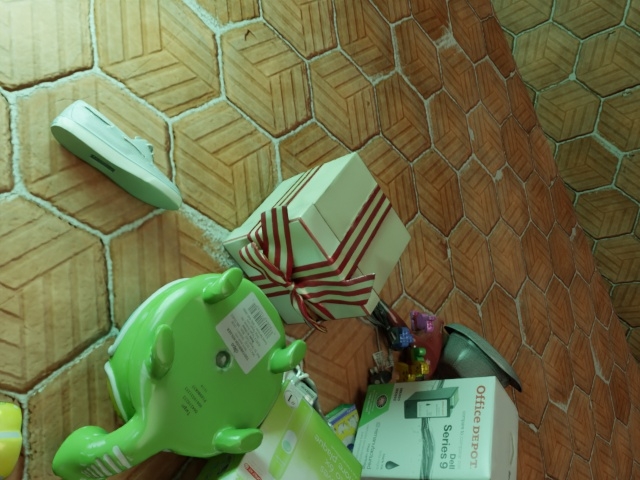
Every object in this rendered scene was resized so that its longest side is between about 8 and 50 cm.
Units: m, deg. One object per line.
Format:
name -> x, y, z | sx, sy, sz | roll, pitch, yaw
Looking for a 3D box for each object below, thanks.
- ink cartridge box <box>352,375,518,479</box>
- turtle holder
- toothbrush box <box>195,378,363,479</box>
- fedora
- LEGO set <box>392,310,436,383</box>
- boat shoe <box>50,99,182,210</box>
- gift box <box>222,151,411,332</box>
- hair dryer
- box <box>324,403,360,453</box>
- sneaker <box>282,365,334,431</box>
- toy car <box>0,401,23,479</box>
ink cartridge box -> 0.224, 0.393, 1.023 | 0.121, 0.289, 0.211 | 53, 39, -30
turtle holder -> -0.196, 0.204, 0.748 | 0.243, 0.228, 0.320 | 35, 57, -35
toothbrush box -> -0.066, 0.380, 0.766 | 0.206, 0.122, 0.283 | 51, 24, -4
fedora -> 0.390, 0.338, 1.345 | 0.124, 0.244, 0.275 | -44, 146, -8
LEGO set -> 0.222, 0.266, 1.163 | 0.087, 0.093, 0.227 | 6, 73, -29
boat shoe -> -0.309, -0.137, 0.833 | 0.227, 0.079, 0.081 | 39, 59, -28
gift box -> 0.000, 0.000, 0.976 | 0.255, 0.276, 0.258 | 50, 50, -17
hair dryer -> 0.220, 0.232, 1.266 | 0.294, 0.080, 0.223 | 2, 77, -45
box -> 0.051, 0.443, 1.066 | 0.105, 0.043, 0.179 | -18, 94, -46
sneaker -> -0.070, 0.250, 0.933 | 0.111, 0.129, 0.297 | -45, 110, -41
toy car -> -0.422, 0.341, 0.607 | 0.225, 0.053, 0.238 | -28, 99, -46
